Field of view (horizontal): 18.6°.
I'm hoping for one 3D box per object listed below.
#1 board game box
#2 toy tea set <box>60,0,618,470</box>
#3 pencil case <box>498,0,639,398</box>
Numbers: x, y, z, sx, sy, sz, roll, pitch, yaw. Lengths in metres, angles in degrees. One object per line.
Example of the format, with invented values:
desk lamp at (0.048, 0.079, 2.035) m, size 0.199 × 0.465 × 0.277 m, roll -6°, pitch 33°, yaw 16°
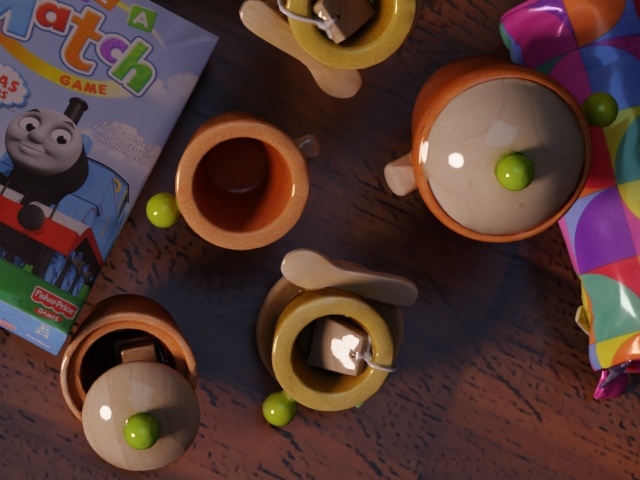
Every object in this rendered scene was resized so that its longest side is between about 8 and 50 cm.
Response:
board game box at (-0.170, -0.064, 1.089) m, size 0.160 × 0.039 × 0.211 m, roll 27°, pitch 60°, yaw -7°
toy tea set at (0.000, 0.000, 1.049) m, size 0.200 × 0.124 × 0.336 m, roll 30°, pitch 102°, yaw -15°
pencil case at (0.173, -0.032, 1.129) m, size 0.104 × 0.104 × 0.236 m, roll -11°, pitch 82°, yaw -8°
